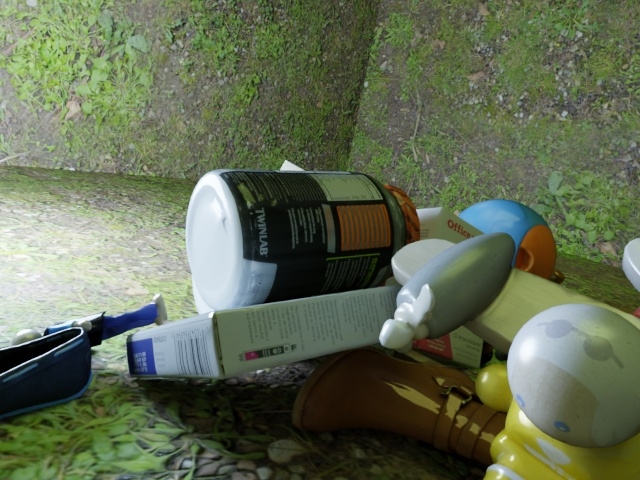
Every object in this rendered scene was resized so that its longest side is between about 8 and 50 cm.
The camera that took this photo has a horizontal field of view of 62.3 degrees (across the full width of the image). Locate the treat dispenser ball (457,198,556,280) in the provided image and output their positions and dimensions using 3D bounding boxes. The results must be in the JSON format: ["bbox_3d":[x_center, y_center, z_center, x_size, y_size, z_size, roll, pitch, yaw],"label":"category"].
[{"bbox_3d":[0.470,0.034,1.405,0.288,0.288,0.288,11,11,-2],"label":"treat dispenser ball"}]

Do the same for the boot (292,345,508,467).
[{"bbox_3d":[0.124,0.225,0.658,0.283,0.109,0.220,10,13,-47],"label":"boot"}]

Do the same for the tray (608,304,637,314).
[{"bbox_3d":[0.471,0.208,0.765,0.411,0.202,0.076,8,12,-14],"label":"tray"}]

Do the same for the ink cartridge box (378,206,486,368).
[{"bbox_3d":[0.202,0.082,0.908,0.172,0.237,0.100,25,-20,-37],"label":"ink cartridge box"}]

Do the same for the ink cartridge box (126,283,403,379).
[{"bbox_3d":[-0.040,0.115,0.672,0.330,0.071,0.324,-3,-11,-33],"label":"ink cartridge box"}]

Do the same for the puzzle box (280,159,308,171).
[{"bbox_3d":[0.102,-0.056,1.167,0.272,0.052,0.409,31,7,22],"label":"puzzle box"}]

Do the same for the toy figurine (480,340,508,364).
[{"bbox_3d":[0.380,0.191,0.943,0.210,0.148,0.213,1,16,-19],"label":"toy figurine"}]

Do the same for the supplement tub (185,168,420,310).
[{"bbox_3d":[-0.018,-0.006,0.777,0.316,0.193,0.193,-3,17,-35],"label":"supplement tub"}]

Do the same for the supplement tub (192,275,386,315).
[{"bbox_3d":[-0.047,0.060,0.984,0.338,0.207,0.207,5,13,-33],"label":"supplement tub"}]

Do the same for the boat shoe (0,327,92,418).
[{"bbox_3d":[-0.375,0.142,0.563,0.109,0.089,0.258,17,12,28],"label":"boat shoe"}]

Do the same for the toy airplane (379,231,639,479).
[{"bbox_3d":[0.229,0.112,0.389,0.386,0.384,0.272,-17,-40,27],"label":"toy airplane"}]

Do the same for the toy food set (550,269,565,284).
[{"bbox_3d":[0.644,0.170,1.480,0.111,0.104,0.232,23,28,-9],"label":"toy food set"}]

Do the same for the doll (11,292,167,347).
[{"bbox_3d":[-0.309,0.122,0.716,0.189,0.046,0.129,-13,-16,-31],"label":"doll"}]
